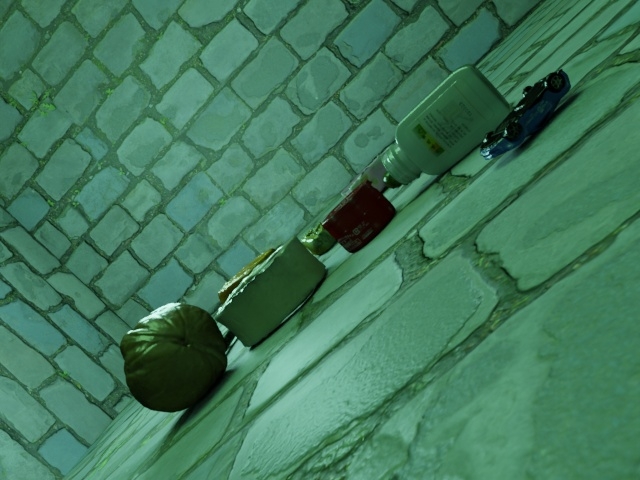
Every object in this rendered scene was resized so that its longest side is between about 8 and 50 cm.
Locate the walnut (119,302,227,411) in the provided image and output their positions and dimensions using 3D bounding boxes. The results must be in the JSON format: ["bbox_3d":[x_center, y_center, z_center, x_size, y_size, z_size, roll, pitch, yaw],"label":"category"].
[{"bbox_3d":[-0.418,0.334,1.435,0.333,0.333,0.333,-44,6,6],"label":"walnut"}]

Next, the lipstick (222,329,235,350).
[{"bbox_3d":[-0.343,0.371,1.730,0.051,0.051,0.312,-34,8,15],"label":"lipstick"}]

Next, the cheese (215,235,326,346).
[{"bbox_3d":[-0.147,0.151,1.487,0.332,0.153,0.292,-41,6,12],"label":"cheese"}]

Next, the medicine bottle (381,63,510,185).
[{"bbox_3d":[0.308,-0.283,1.294,0.324,0.179,0.124,-42,7,28],"label":"medicine bottle"}]

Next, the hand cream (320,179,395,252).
[{"bbox_3d":[0.107,-0.068,1.424,0.193,0.125,0.193,-43,7,7],"label":"hand cream"}]

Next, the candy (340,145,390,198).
[{"bbox_3d":[0.211,-0.245,1.995,0.265,0.116,0.155,-45,7,-16],"label":"candy"}]

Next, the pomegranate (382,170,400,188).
[{"bbox_3d":[0.247,-0.222,1.744,0.073,0.084,0.073,-36,-1,-1],"label":"pomegranate"}]

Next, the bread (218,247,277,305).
[{"bbox_3d":[-0.228,0.167,1.810,0.312,0.172,0.312,-41,5,4],"label":"bread"}]

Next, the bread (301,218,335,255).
[{"bbox_3d":[-0.004,0.005,1.852,0.156,0.103,0.110,-47,16,22],"label":"bread"}]

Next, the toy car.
[{"bbox_3d":[0.391,-0.232,0.956,0.216,0.063,0.103,-50,6,-3],"label":"toy car"}]
